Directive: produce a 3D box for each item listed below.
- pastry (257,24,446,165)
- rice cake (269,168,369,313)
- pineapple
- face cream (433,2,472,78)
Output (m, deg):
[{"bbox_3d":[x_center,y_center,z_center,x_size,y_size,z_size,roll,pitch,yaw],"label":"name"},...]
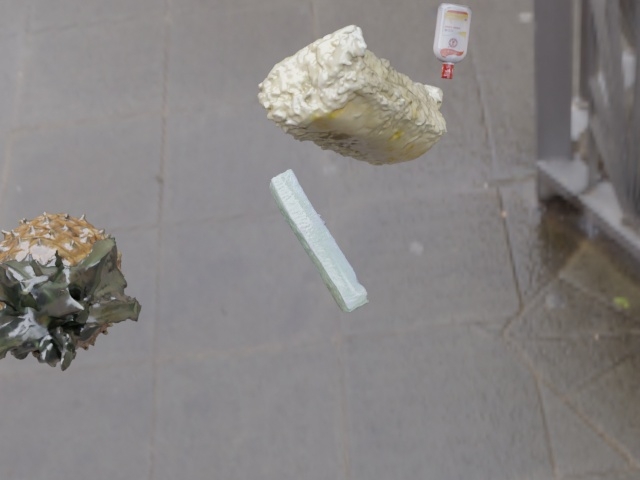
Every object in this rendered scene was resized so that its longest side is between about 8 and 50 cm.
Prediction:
[{"bbox_3d":[0.039,-0.130,1.313,0.122,0.258,0.089,-12,75,23],"label":"pastry"},{"bbox_3d":[0.000,0.000,1.539,0.042,0.030,0.180,-27,77,-23],"label":"rice cake"},{"bbox_3d":[-0.262,0.060,1.326,0.166,0.165,0.364,-18,9,-8],"label":"pineapple"},{"bbox_3d":[0.147,-0.224,1.515,0.040,0.083,0.021,4,8,-13],"label":"face cream"}]
